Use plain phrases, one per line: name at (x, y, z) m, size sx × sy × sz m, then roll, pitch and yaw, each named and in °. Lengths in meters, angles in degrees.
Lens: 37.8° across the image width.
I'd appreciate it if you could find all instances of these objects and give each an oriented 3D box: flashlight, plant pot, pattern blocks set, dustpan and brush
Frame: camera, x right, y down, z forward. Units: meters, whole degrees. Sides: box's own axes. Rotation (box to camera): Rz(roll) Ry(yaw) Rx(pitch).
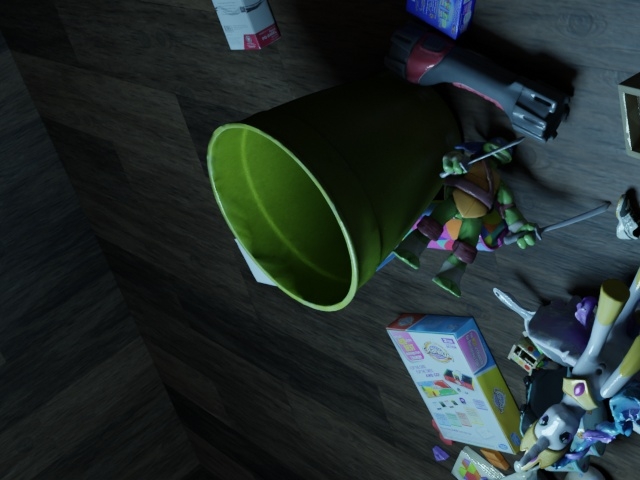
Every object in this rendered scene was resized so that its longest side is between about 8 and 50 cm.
flashlight at (0.248, -0.251, 1.493) m, size 0.304 × 0.103 × 0.103 m, roll 34°, pitch 116°, yaw 25°
plant pot at (0.054, -0.123, 1.648) m, size 0.366 × 0.353 × 0.366 m, roll 37°, pitch 148°, yaw 29°
pattern blocks set at (0.398, 0.585, 2.260) m, size 0.325 × 0.026 × 0.285 m, roll 31°, pitch 144°, yaw 36°
dustpan and brush at (0.410, 0.151, 1.723) m, size 0.211 × 0.060 × 0.147 m, roll 47°, pitch 151°, yaw 13°

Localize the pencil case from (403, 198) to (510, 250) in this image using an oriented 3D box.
pencil case at (0.243, -0.028, 1.733) m, size 0.236 × 0.104 × 0.104 m, roll 1°, pitch 122°, yaw 55°

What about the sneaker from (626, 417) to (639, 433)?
sneaker at (0.617, 0.346, 1.603) m, size 0.229 × 0.087 × 0.092 m, roll 31°, pitch 147°, yaw 39°

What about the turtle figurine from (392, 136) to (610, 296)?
turtle figurine at (0.256, -0.045, 1.505) m, size 0.275 × 0.266 × 0.198 m, roll 35°, pitch -178°, yaw 42°

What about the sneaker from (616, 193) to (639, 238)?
sneaker at (0.481, -0.037, 1.449) m, size 0.037 × 0.032 × 0.083 m, roll 12°, pitch 138°, yaw 33°

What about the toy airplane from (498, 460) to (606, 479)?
toy airplane at (0.517, 0.593, 1.896) m, size 0.386 × 0.272 × 0.384 m, roll 27°, pitch 180°, yaw 25°

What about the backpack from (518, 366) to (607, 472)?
backpack at (0.461, 0.345, 1.754) m, size 0.144 × 0.165 × 0.188 m, roll -3°, pitch 136°, yaw 23°

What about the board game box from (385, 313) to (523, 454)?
board game box at (0.303, 0.311, 2.060) m, size 0.242 × 0.064 × 0.316 m, roll -2°, pitch 119°, yaw 57°

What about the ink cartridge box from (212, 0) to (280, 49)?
ink cartridge box at (-0.158, -0.468, 1.890) m, size 0.109 × 0.063 × 0.150 m, roll 15°, pitch 133°, yaw 50°

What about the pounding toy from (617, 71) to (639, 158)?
pounding toy at (0.491, -0.158, 1.244) m, size 0.141 × 0.100 × 0.130 m, roll 31°, pitch 146°, yaw 54°

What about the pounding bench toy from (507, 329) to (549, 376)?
pounding bench toy at (0.411, 0.212, 1.799) m, size 0.065 × 0.052 × 0.083 m, roll 40°, pitch 149°, yaw 23°

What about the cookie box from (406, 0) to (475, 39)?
cookie box at (0.191, -0.386, 1.479) m, size 0.107 × 0.040 × 0.091 m, roll 38°, pitch 149°, yaw 26°

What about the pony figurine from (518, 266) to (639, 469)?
pony figurine at (0.453, 0.177, 1.457) m, size 0.303 × 0.351 × 0.363 m, roll 37°, pitch 129°, yaw 21°

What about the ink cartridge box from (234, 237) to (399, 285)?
ink cartridge box at (0.000, 0.000, 2.002) m, size 0.307 × 0.223 × 0.129 m, roll 9°, pitch 129°, yaw 53°
